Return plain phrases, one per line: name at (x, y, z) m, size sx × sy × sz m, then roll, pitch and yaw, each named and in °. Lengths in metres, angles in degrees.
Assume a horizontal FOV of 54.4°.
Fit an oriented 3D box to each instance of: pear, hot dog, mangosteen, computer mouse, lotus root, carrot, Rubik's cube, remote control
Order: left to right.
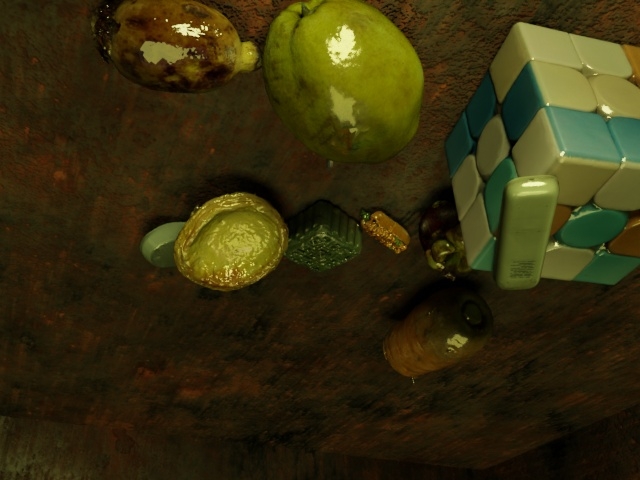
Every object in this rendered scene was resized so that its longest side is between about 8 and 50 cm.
lotus root at (-0.247, -0.336, 1.080) m, size 0.314 × 0.141 × 0.169 m, roll 6°, pitch 148°, yaw -12°
computer mouse at (-0.352, 0.003, 1.619) m, size 0.231 × 0.079 × 0.128 m, roll -8°, pitch 144°, yaw -20°
pear at (0.042, -0.276, 1.098) m, size 0.269 × 0.269 × 0.321 m, roll -20°, pitch 128°, yaw 24°
hot dog at (0.170, -0.022, 1.618) m, size 0.072 × 0.055 × 0.188 m, roll -27°, pitch 139°, yaw 33°
carrot at (0.365, 0.285, 1.922) m, size 0.224 × 0.224 × 0.340 m, roll 14°, pitch 146°, yaw -21°
mangosteen at (0.333, 0.002, 1.523) m, size 0.192 × 0.217 × 0.192 m, roll 4°, pitch 145°, yaw 3°
remote control at (0.350, -0.002, 1.077) m, size 0.090 × 0.038 × 0.309 m, roll -4°, pitch 144°, yaw 9°
Rubik's cube at (0.477, -0.152, 1.198) m, size 0.344 × 0.347 × 0.346 m, roll 7°, pitch 143°, yaw -13°

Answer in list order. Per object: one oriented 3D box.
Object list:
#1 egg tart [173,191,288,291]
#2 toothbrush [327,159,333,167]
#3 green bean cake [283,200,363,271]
egg tart at (-0.222, -0.007, 1.532) m, size 0.294 × 0.123 × 0.294 m, roll -10°, pitch 129°, yaw -13°
toothbrush at (0.066, -0.243, 1.331) m, size 0.027 × 0.021 × 0.269 m, roll 22°, pitch 140°, yaw -10°
green bean cake at (0.000, 0.000, 1.608) m, size 0.181 × 0.094 × 0.173 m, roll -27°, pitch 139°, yaw 32°
